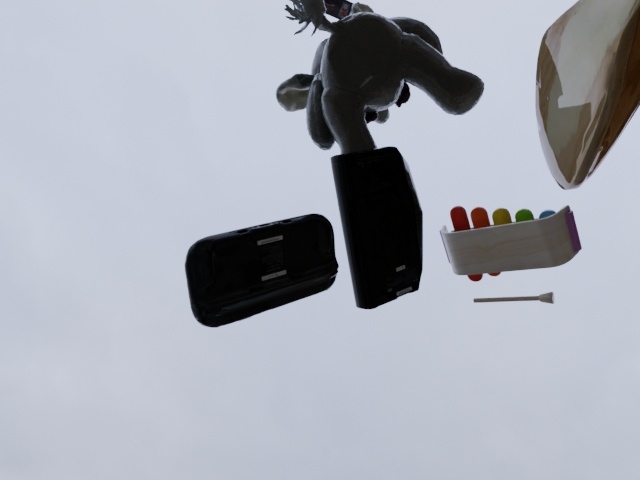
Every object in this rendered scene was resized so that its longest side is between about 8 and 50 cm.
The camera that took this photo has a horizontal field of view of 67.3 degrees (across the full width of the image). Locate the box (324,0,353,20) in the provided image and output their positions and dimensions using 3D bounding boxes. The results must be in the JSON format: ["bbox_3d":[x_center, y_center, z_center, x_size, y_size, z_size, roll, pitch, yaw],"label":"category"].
[{"bbox_3d":[-0.059,-0.564,1.063,0.233,0.159,0.044,10,-57,-28],"label":"box"}]

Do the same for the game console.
[{"bbox_3d":[0.000,0.000,0.620,0.361,0.044,0.213,-15,-81,-34],"label":"game console"}]

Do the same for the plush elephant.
[{"bbox_3d":[0.067,-0.291,0.869,0.272,0.255,0.330,-41,-82,8],"label":"plush elephant"}]

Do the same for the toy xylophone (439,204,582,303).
[{"bbox_3d":[0.436,0.033,1.142,0.323,0.081,0.236,0,-67,36],"label":"toy xylophone"}]

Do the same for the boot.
[{"bbox_3d":[0.275,-0.170,0.321,0.211,0.104,0.295,-11,-47,0],"label":"boot"}]
